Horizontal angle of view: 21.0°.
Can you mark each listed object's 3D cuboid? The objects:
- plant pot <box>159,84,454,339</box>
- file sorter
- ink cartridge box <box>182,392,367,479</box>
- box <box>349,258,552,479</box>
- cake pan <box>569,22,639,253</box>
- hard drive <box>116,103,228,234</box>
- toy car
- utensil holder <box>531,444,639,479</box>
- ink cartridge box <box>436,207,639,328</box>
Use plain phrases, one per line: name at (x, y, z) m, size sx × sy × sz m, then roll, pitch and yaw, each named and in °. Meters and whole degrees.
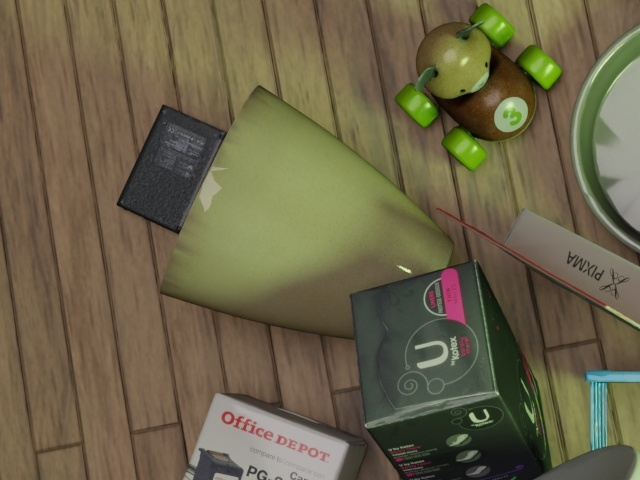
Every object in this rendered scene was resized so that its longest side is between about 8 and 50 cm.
plant pot at (0.000, 0.000, 1.922) m, size 0.274 × 0.256 × 0.256 m, roll 25°, pitch 89°, yaw 1°
file sorter at (0.348, 0.189, 1.826) m, size 0.118 × 0.170 × 0.104 m, roll -2°, pitch 84°, yaw 14°
ink cartridge box at (-0.071, 0.308, 1.952) m, size 0.172 × 0.100 × 0.237 m, roll 19°, pitch 88°, yaw 16°
box at (0.143, 0.168, 1.811) m, size 0.143 × 0.270 × 0.165 m, roll -16°, pitch 55°, yaw 13°
cake pan at (0.424, -0.111, 1.907) m, size 0.293 × 0.054 × 0.293 m, roll -2°, pitch 82°, yaw 14°
hard drive at (-0.176, -0.084, 2.075) m, size 0.094 × 0.022 × 0.135 m, roll 25°, pitch 89°, yaw 16°
toy car at (0.162, -0.186, 1.915) m, size 0.149 × 0.188 × 0.155 m, roll 44°, pitch 95°, yaw 16°
utensil holder at (0.297, 0.439, 1.671) m, size 0.327 × 0.327 × 0.385 m, roll -38°, pitch 93°, yaw 7°
ink cartridge box at (0.283, 0.035, 1.773) m, size 0.275 × 0.239 × 0.060 m, roll 33°, pitch 92°, yaw 49°
